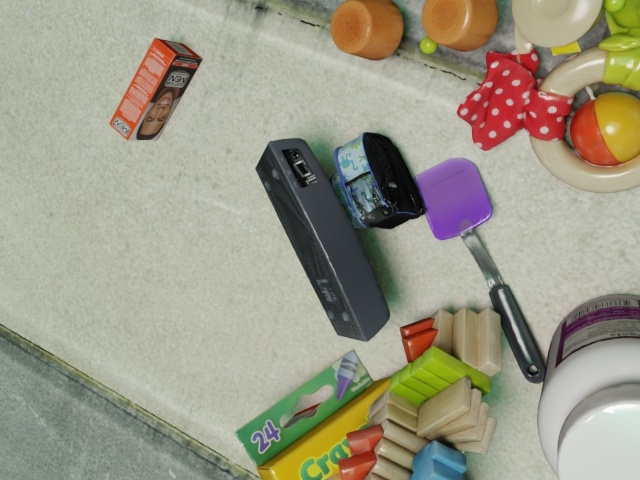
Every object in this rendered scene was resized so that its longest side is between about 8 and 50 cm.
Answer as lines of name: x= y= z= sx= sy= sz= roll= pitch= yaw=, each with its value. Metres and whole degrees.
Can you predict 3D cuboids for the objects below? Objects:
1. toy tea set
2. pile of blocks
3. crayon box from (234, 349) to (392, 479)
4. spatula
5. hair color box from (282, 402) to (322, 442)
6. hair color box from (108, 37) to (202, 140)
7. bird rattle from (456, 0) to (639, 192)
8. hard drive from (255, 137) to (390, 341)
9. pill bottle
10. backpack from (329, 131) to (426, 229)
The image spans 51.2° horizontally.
toy tea set: x=0.161 y=-0.293 z=0.725 sx=0.336 sy=0.124 sz=0.200 roll=5 pitch=105 yaw=39
pile of blocks: x=0.095 y=0.222 z=0.741 sx=0.112 sy=0.149 sz=0.362 roll=29 pitch=67 yaw=-14
crayon box: x=0.066 y=0.319 z=0.833 sx=0.323 sy=0.203 sz=0.083 roll=57 pitch=156 yaw=5
spatula: x=0.207 y=0.039 z=0.823 sx=0.084 sy=0.030 sz=0.296 roll=-27 pitch=88 yaw=25
hair color box: x=0.004 y=0.321 z=0.916 sx=0.053 sy=0.093 sz=0.167 roll=-30 pitch=86 yaw=24
hair color box: x=-0.231 y=-0.209 z=0.937 sx=0.043 sy=0.072 sz=0.141 roll=40 pitch=111 yaw=11
bird rattle: x=0.290 y=-0.140 z=0.716 sx=0.253 sy=0.143 sz=0.207 roll=-28 pitch=104 yaw=26
hard drive: x=0.000 y=0.000 z=0.835 sx=0.054 sy=0.172 sz=0.255 roll=-26 pitch=90 yaw=-12
pill bottle: x=0.304 y=0.164 z=0.657 sx=0.169 sy=0.301 sz=0.169 roll=4 pitch=100 yaw=21
backpack: x=0.061 y=-0.070 z=0.825 sx=0.084 sy=0.105 sz=0.114 roll=-26 pitch=77 yaw=29
